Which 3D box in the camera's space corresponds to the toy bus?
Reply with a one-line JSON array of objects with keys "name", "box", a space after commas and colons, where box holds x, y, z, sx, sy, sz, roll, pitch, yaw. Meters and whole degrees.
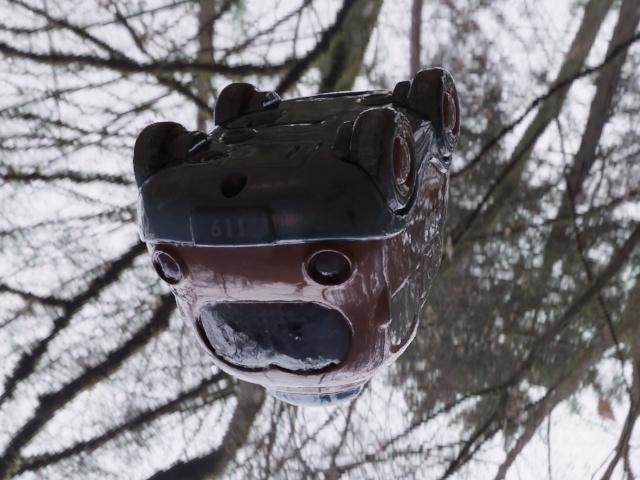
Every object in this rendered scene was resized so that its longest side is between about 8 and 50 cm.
[{"name": "toy bus", "box": [0.000, 0.000, 0.829, 0.197, 0.232, 0.294, -1, -160, 20]}]
